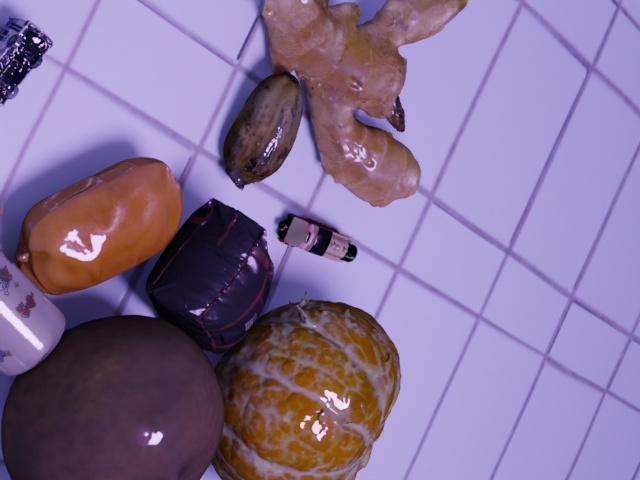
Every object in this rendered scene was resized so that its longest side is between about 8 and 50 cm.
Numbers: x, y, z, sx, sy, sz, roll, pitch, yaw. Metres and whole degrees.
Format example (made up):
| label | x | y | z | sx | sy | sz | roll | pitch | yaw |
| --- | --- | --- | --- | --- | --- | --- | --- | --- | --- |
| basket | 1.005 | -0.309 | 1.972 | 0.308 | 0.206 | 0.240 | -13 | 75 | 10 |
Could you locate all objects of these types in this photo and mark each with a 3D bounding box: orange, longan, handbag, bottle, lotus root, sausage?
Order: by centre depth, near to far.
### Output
| label | x | y | z | sx | sy | sz | roll | pitch | yaw |
| --- | --- | --- | --- | --- | --- | --- | --- | --- | --- |
| bottle | -0.422 | 0.055 | 1.648 | 0.110 | 0.110 | 0.233 | -51 | 123 | -18 |
| longan | -0.262 | 0.232 | 1.742 | 0.297 | 0.297 | 0.297 | -17 | 116 | -39 |
| sausage | -0.286 | -0.018 | 1.751 | 0.241 | 0.120 | 0.136 | -33 | 126 | -31 |
| handbag | -0.144 | 0.052 | 1.865 | 0.169 | 0.155 | 0.215 | -60 | 171 | -15 |
| lotus root | -0.078 | -0.154 | 1.925 | 0.179 | 0.089 | 0.080 | -61 | 177 | 5 |
| orange | -0.028 | 0.239 | 1.983 | 0.329 | 0.249 | 0.329 | -51 | 166 | -18 |

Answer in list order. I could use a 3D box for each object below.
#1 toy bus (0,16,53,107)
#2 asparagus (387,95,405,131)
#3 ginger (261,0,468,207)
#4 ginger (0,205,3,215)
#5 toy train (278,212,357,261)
| label | x | y | z | sx | sy | sz | roll | pitch | yaw |
| --- | --- | --- | --- | --- | --- | --- | --- | --- | --- |
| toy bus | -0.376 | -0.217 | 1.639 | 0.102 | 0.058 | 0.052 | -54 | 134 | -9 |
| asparagus | 0.103 | -0.234 | 2.116 | 0.036 | 0.030 | 0.165 | -54 | 134 | -34 |
| ginger | 0.033 | -0.235 | 1.996 | 0.348 | 0.122 | 0.363 | 6 | 114 | -32 |
| ginger | -0.429 | -0.051 | 1.660 | 0.057 | 0.044 | 0.137 | -36 | 127 | -7 |
| toy train | 0.000 | 0.000 | 2.059 | 0.138 | 0.087 | 0.050 | 20 | 93 | -45 |
